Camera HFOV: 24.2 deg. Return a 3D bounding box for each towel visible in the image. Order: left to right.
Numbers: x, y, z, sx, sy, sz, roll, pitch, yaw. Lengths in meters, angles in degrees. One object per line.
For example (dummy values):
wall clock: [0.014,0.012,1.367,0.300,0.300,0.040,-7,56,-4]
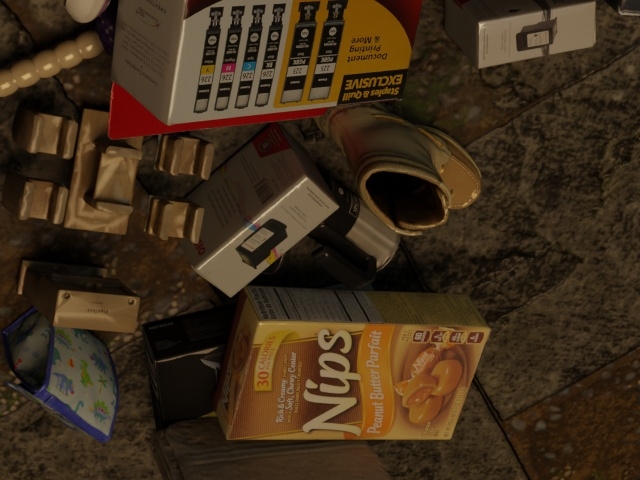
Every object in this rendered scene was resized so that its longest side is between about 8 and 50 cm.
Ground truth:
towel: [-0.061,0.286,1.876,0.282,0.187,0.049,-3,120,-19]

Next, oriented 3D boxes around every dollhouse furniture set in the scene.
dollhouse furniture set: [-0.266,-0.032,1.737,0.212,0.161,0.242,7,98,-26]

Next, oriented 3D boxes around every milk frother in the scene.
milk frother: [0.000,0.000,1.874,0.143,0.129,0.135,-10,144,44]

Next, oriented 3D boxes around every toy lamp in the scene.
toy lamp: [-0.336,-0.172,1.618,0.275,0.080,0.080,-23,129,-3]

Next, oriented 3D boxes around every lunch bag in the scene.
lunch bag: [-0.314,0.168,1.820,0.096,0.151,0.129,-40,129,8]

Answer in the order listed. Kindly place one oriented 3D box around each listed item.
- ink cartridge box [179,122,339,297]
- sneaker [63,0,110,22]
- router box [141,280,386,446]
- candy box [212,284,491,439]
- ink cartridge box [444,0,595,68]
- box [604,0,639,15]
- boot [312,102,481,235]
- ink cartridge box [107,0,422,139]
ink cartridge box: [-0.082,-0.037,1.782,0.175,0.127,0.072,-40,131,10]
sneaker: [-0.257,-0.371,1.506,0.152,0.114,0.305,4,119,-7]
router box: [-0.068,0.193,1.980,0.309,0.081,0.243,-12,127,-14]
candy box: [0.038,0.158,1.888,0.317,0.087,0.182,3,120,-23]
ink cartridge box: [0.235,-0.263,1.758,0.151,0.109,0.063,-12,124,-13]
box: [0.387,-0.468,1.555,0.212,0.293,0.395,-1,124,-22]
boot: [0.119,-0.071,1.787,0.262,0.203,0.095,31,109,-34]
ink cartridge box: [-0.054,-0.219,1.575,0.309,0.130,0.271,-10,124,-35]
